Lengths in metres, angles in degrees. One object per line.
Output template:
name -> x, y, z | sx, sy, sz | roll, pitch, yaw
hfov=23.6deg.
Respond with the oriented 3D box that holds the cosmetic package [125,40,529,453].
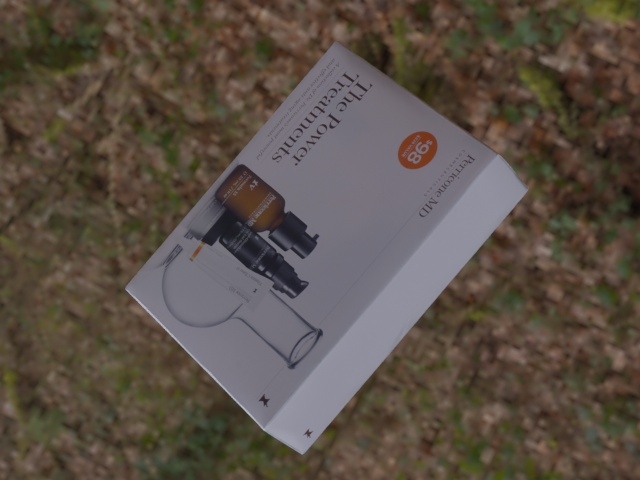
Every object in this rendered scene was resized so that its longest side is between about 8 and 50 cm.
cosmetic package -> 0.000, 0.000, 1.684 | 0.284, 0.377, 0.097 | 40, 179, 37
